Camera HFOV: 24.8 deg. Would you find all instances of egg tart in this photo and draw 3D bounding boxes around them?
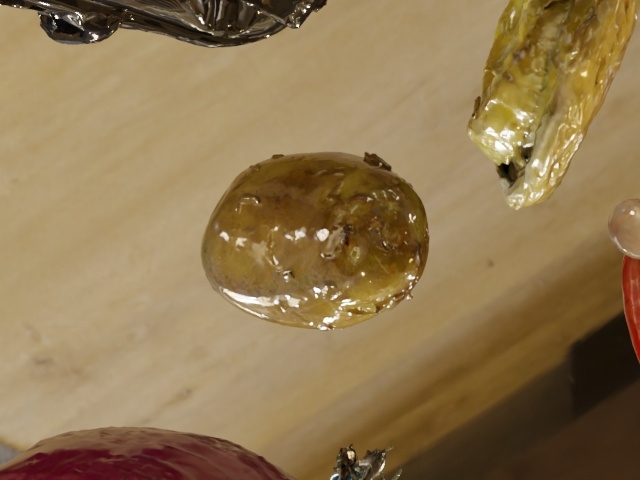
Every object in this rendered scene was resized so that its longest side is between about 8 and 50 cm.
[{"bbox_3d":[0.194,-0.163,1.229,0.095,0.279,0.279,18,116,0],"label":"egg tart"}]

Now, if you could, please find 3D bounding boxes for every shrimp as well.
[{"bbox_3d":[0.035,0.282,1.440,0.082,0.076,0.174,3,114,-23],"label":"shrimp"}]

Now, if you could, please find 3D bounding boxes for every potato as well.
[{"bbox_3d":[0.000,0.000,1.094,0.176,0.137,0.137,7,129,26],"label":"potato"}]

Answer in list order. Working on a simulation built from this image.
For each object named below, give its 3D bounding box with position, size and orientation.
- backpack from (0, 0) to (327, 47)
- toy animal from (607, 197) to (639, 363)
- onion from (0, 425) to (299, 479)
[{"bbox_3d":[-0.091,-0.194,0.746,0.258,0.133,0.206,15,104,-41],"label":"backpack"},{"bbox_3d":[0.226,0.018,0.597,0.197,0.171,0.171,-21,126,2],"label":"toy animal"},{"bbox_3d":[-0.045,0.269,0.642,0.385,0.348,0.348,13,123,17],"label":"onion"}]
